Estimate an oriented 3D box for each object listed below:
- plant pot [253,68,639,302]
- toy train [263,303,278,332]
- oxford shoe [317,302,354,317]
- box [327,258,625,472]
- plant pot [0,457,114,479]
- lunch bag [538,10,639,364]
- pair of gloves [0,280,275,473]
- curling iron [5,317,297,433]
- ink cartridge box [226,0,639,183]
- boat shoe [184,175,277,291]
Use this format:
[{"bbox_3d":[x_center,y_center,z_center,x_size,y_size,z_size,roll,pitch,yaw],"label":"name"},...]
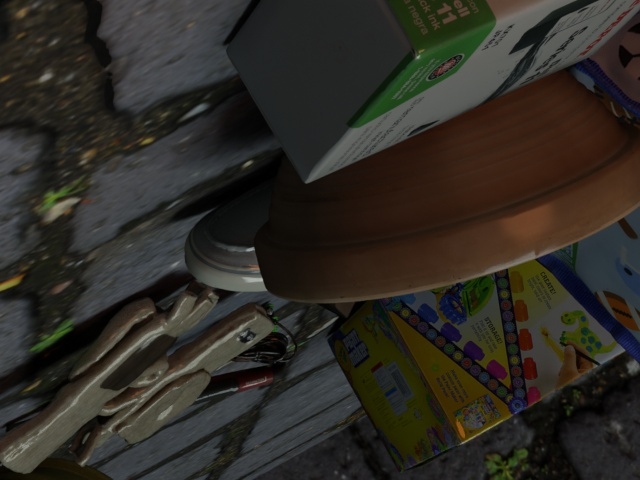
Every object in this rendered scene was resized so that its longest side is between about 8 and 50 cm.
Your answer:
[{"bbox_3d":[0.067,-0.055,1.117,0.237,0.110,0.237,-15,-168,3],"label":"plant pot"},{"bbox_3d":[-0.052,0.075,1.776,0.023,0.017,0.083,-19,169,-6],"label":"toy train"},{"bbox_3d":[0.000,0.000,1.475,0.076,0.076,0.212,-60,169,-6],"label":"oxford shoe"},{"bbox_3d":[0.188,0.093,2.034,0.279,0.177,0.290,-27,173,-15],"label":"box"},{"bbox_3d":[-0.302,0.310,1.613,0.276,0.276,0.254,-33,159,14],"label":"plant pot"},{"bbox_3d":[0.340,-0.123,1.364,0.385,0.239,0.328,-44,174,-19],"label":"lunch bag"},{"bbox_3d":[-0.147,0.105,1.518,0.204,0.042,0.240,-42,165,8],"label":"pair of gloves"},{"bbox_3d":[-0.145,0.127,1.670,0.274,0.068,0.035,-20,168,-24],"label":"curling iron"},{"bbox_3d":[0.078,-0.127,0.968,0.208,0.087,0.153,-26,169,-29],"label":"ink cartridge box"},{"bbox_3d":[0.012,-0.038,1.285,0.227,0.079,0.081,-20,140,-22],"label":"boat shoe"}]
